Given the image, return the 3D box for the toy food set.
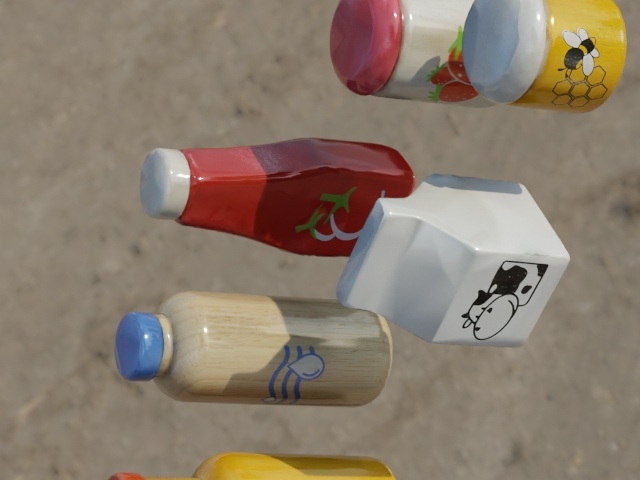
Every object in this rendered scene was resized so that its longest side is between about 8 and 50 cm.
[{"bbox_3d":[0.000,0.000,0.660,0.232,0.105,0.111,-65,35,33],"label":"toy food set"}]
